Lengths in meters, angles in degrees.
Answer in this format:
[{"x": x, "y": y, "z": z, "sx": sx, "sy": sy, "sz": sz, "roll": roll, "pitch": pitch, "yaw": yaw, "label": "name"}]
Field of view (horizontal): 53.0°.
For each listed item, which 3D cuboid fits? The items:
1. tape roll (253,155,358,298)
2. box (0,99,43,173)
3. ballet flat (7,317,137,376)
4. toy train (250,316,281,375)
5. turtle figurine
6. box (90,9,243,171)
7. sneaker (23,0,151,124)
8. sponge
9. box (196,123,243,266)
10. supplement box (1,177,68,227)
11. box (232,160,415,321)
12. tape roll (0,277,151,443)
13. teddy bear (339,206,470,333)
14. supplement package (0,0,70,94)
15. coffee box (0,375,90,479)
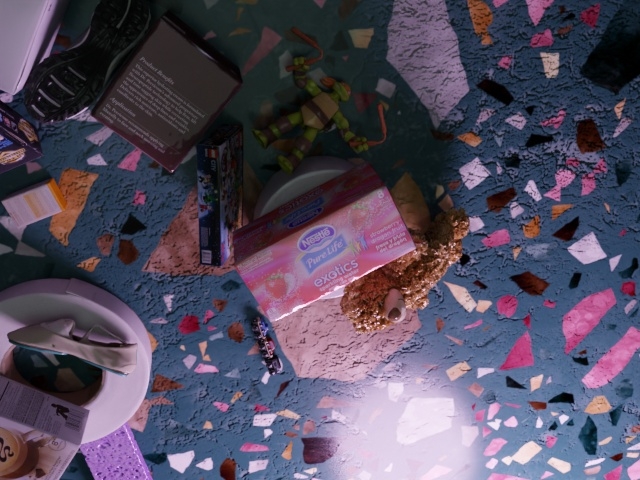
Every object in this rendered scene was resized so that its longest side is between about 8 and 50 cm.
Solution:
[{"x": 0.006, "y": -0.025, "z": 1.312, "sx": 0.287, "sy": 0.100, "sz": 0.286, "roll": -4, "pitch": 114, "yaw": -8, "label": "tape roll"}, {"x": -0.657, "y": -0.162, "z": 1.021, "sx": 0.296, "sy": 0.293, "sz": 0.073, "roll": -21, "pitch": 74, "yaw": 3, "label": "box"}, {"x": -0.480, "y": 0.197, "z": 1.271, "sx": 0.249, "sy": 0.086, "sz": 0.086, "roll": 22, "pitch": 108, "yaw": -19, "label": "ballet flat"}, {"x": -0.120, "y": 0.237, "z": 1.447, "sx": 0.036, "sy": 0.027, "sz": 0.158, "roll": -19, "pitch": 116, "yaw": -5, "label": "toy train"}, {"x": -0.023, "y": -0.244, "z": 1.216, "sx": 0.217, "sy": 0.087, "sz": 0.269, "roll": -42, "pitch": 102, "yaw": -7, "label": "turtle figurine"}, {"x": -0.264, "y": -0.262, "z": 1.123, "sx": 0.168, "sy": 0.167, "sz": 0.203, "roll": 37, "pitch": 103, "yaw": -21, "label": "box"}, {"x": -0.387, "y": -0.302, "z": 1.090, "sx": 0.100, "sy": 0.108, "sz": 0.271, "roll": 42, "pitch": 84, "yaw": -13, "label": "sneaker"}, {"x": -0.481, "y": 0.518, "z": 1.509, "sx": 0.117, "sy": 0.031, "sz": 0.210, "roll": -14, "pitch": 115, "yaw": -3, "label": "sponge"}, {"x": -0.186, "y": -0.088, "z": 1.216, "sx": 0.044, "sy": 0.159, "sz": 0.232, "roll": 6, "pitch": 114, "yaw": 7, "label": "box"}, {"x": -0.547, "y": -0.072, "z": 1.232, "sx": 0.099, "sy": 0.036, "sz": 0.062, "roll": -21, "pitch": 116, "yaw": 0, "label": "supplement box"}, {"x": 0.000, "y": 0.000, "z": 1.184, "sx": 0.300, "sy": 0.154, "sz": 0.142, "roll": -27, "pitch": 116, "yaw": 4, "label": "box"}, {"x": -0.558, "y": 0.263, "z": 1.361, "sx": 0.393, "sy": 0.072, "sz": 0.391, "roll": -3, "pitch": 113, "yaw": -8, "label": "tape roll"}, {"x": 0.194, "y": 0.066, "z": 1.302, "sx": 0.338, "sy": 0.113, "sz": 0.245, "roll": -26, "pitch": 150, "yaw": -42, "label": "teddy bear"}, {"x": -0.577, "y": -0.385, "z": 1.010, "sx": 0.293, "sy": 0.177, "sz": 0.175, "roll": 24, "pitch": 108, "yaw": -18, "label": "supplement package"}, {"x": -0.649, "y": 0.381, "z": 1.292, "sx": 0.297, "sy": 0.119, "sz": 0.168, "roll": 29, "pitch": 107, "yaw": -20, "label": "coffee box"}]
